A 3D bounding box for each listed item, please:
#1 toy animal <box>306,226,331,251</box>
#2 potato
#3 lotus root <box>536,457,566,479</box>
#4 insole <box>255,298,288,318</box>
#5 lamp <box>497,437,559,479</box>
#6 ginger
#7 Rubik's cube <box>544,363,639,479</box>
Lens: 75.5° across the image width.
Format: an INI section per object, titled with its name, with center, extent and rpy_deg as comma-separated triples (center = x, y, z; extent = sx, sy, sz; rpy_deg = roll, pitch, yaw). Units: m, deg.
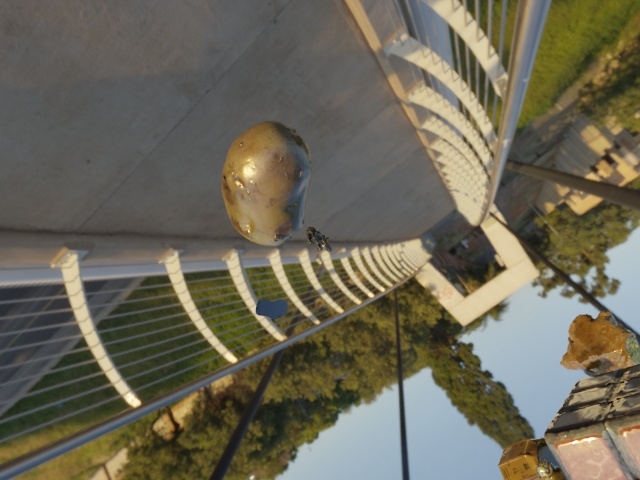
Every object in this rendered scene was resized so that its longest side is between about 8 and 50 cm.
[toy animal]
center = 0.000, 0.000, 1.375
extent = 0.047, 0.065, 0.135
rpy_deg = -37, 138, 20
[potato]
center = -0.100, -0.101, 0.766
extent = 0.165, 0.165, 0.262
rpy_deg = -27, 144, -28
[lotus root]
center = 0.496, 0.495, 0.803
extent = 0.088, 0.165, 0.088
rpy_deg = -36, 146, -29
[insole]
center = -0.144, 0.205, 1.244
extent = 0.188, 0.004, 0.064
rpy_deg = 26, 74, -64
[lamp]
center = 0.651, 0.700, 1.270
extent = 0.161, 0.161, 0.185
rpy_deg = -25, 155, -33
[ginger]
center = 0.861, 0.347, 1.315
extent = 0.123, 0.219, 0.270
rpy_deg = -1, 152, -34
[Rubik's cube]
center = 0.602, 0.366, 0.649
extent = 0.301, 0.305, 0.303
rpy_deg = -3, 155, -48
